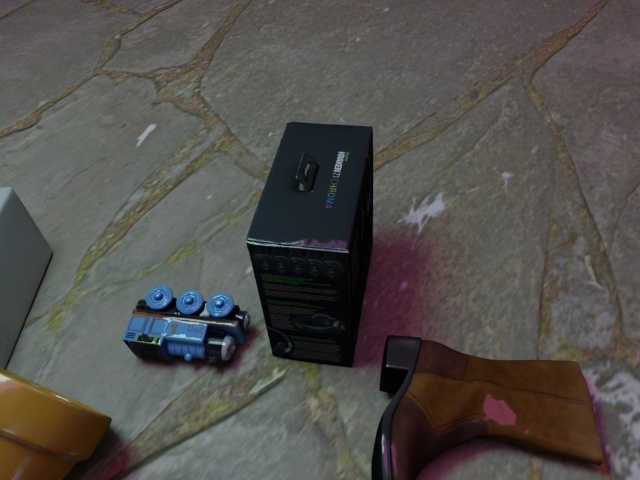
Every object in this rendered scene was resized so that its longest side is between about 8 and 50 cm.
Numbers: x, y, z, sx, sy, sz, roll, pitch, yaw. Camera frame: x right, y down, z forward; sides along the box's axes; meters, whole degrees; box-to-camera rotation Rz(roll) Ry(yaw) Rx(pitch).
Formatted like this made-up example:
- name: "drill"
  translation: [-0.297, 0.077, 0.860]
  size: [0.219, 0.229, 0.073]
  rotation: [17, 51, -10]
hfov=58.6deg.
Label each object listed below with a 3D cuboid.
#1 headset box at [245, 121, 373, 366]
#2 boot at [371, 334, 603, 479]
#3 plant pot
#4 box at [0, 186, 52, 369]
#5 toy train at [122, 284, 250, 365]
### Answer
- name: "headset box"
  translation: [0.000, 0.000, 0.829]
  size: [0.131, 0.283, 0.246]
  rotation: [6, 49, 9]
- name: "boot"
  translation: [0.211, 0.256, 0.734]
  size: [0.280, 0.096, 0.264]
  rotation: [10, 41, 4]
- name: "plant pot"
  translation: [-0.396, 0.266, 0.696]
  size: [0.205, 0.205, 0.188]
  rotation: [16, 66, 18]
- name: "box"
  translation: [-0.596, 0.097, 0.870]
  size: [0.214, 0.168, 0.345]
  rotation: [-2, 48, 3]
- name: "toy train"
  translation: [-0.202, 0.133, 0.868]
  size: [0.184, 0.080, 0.105]
  rotation: [6, 58, 8]
